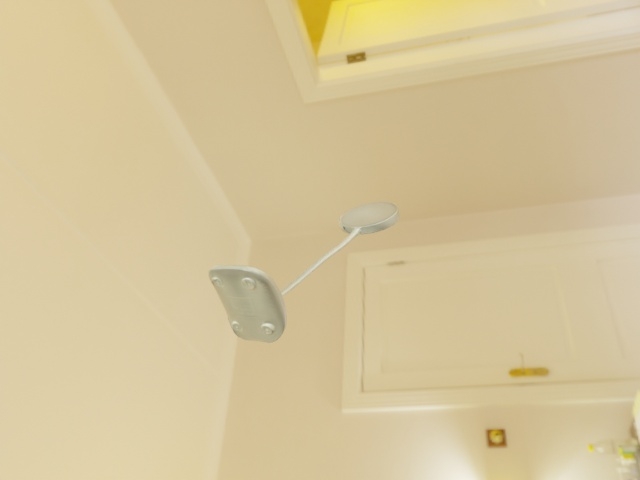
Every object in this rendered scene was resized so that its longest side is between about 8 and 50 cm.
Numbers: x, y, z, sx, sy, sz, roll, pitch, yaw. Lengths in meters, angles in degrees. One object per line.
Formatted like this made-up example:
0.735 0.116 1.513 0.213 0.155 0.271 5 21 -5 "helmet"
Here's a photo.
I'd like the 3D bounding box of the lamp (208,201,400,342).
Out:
0.000 0.000 0.430 0.198 0.050 0.056 -41 -57 -49 "lamp"
